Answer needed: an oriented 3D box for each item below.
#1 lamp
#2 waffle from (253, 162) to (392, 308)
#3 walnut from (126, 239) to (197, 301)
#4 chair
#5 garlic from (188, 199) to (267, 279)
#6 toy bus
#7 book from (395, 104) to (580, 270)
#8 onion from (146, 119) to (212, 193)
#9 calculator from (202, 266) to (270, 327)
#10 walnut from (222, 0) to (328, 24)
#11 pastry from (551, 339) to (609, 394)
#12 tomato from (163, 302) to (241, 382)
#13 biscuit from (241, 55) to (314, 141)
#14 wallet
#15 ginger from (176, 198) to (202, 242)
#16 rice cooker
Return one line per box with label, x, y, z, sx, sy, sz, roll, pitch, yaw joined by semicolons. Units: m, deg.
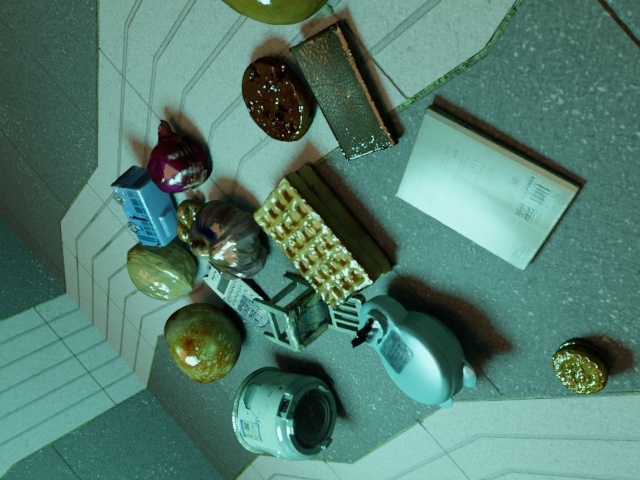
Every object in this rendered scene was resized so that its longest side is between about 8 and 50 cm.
lamp;0.201;0.237;1.255;0.284;0.147;0.209;32;139;9
waffle;0.001;-0.001;1.309;0.308;0.091;0.213;50;144;2
walnut;-0.510;0.092;1.836;0.245;0.198;0.198;29;142;-1
chair;-0.027;0.201;1.466;0.270;0.147;0.136;16;131;39
garlic;-0.256;0.008;1.522;0.245;0.160;0.245;26;137;27
toy bus;-0.510;-0.094;1.706;0.133;0.116;0.234;9;135;24
book;0.275;-0.087;1.000;0.282;0.025;0.215;36;140;18
onion;-0.394;-0.213;1.496;0.173;0.135;0.198;-22;102;49
calculator;-0.247;0.164;1.751;0.268;0.040;0.177;43;143;8
walnut;-0.097;-0.463;0.925;0.298;0.203;0.203;47;147;33
pastry;0.476;0.231;1.045;0.097;0.057;0.109;57;141;0
tomato;-0.377;0.326;1.878;0.270;0.222;0.270;56;167;21
biscuit;-0.089;-0.290;1.187;0.192;0.049;0.192;35;145;29
wallet;0.046;-0.273;1.068;0.132;0.039;0.243;-14;110;44
ginger;-0.371;-0.058;1.664;0.103;0.073;0.162;13;125;21
rice cooker;-0.117;0.524;1.742;0.316;0.264;0.317;15;158;6
